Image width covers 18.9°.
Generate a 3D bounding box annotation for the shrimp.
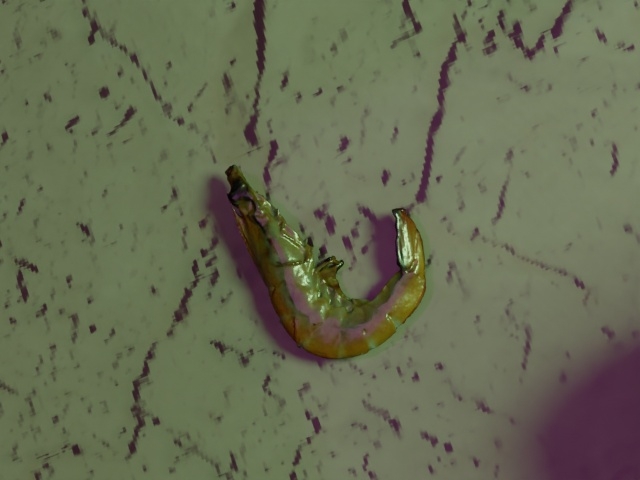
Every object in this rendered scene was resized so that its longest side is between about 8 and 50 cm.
[{"bbox_3d":[0.000,0.000,1.016,0.091,0.025,0.127,-41,80,8],"label":"shrimp"}]
